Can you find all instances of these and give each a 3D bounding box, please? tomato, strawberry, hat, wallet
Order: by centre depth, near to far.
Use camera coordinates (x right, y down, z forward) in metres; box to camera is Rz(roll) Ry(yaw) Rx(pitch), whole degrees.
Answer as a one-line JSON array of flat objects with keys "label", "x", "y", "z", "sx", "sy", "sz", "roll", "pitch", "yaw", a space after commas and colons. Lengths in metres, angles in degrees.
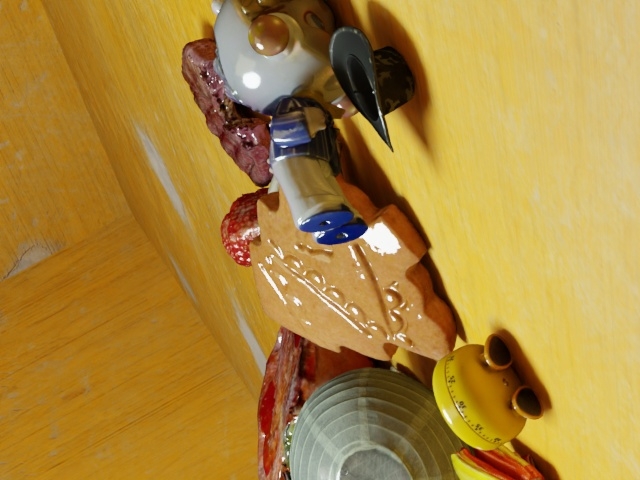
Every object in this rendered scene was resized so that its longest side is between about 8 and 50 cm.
[{"label": "hat", "x": 0.054, "y": -0.139, "z": 1.402, "sx": 0.121, "sy": 0.050, "sz": 0.121, "roll": 157, "pitch": 90, "yaw": -79}, {"label": "wallet", "x": 0.244, "y": 0.328, "z": 1.712, "sx": 0.241, "sy": 0.067, "sz": 0.141, "roll": 60, "pitch": 165, "yaw": -20}, {"label": "strawberry", "x": -0.067, "y": -0.020, "z": 2.074, "sx": 0.131, "sy": 0.131, "sz": 0.148, "roll": 56, "pitch": 162, "yaw": 24}, {"label": "tomato", "x": 0.016, "y": 0.229, "z": 2.191, "sx": 0.309, "sy": 0.170, "sz": 0.309, "roll": -166, "pitch": 90, "yaw": -80}]

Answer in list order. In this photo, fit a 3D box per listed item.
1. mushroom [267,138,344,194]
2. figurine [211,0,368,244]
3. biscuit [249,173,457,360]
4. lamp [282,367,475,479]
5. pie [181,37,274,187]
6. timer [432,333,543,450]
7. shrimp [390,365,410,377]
[{"label": "mushroom", "x": -0.002, "y": 0.000, "z": 1.860, "sx": 0.351, "sy": 0.109, "sz": 0.097, "roll": 74, "pitch": -178, "yaw": -51}, {"label": "figurine", "x": -0.020, "y": -0.127, "z": 1.500, "sx": 0.274, "sy": 0.133, "sz": 0.194, "roll": 69, "pitch": -160, "yaw": 1}, {"label": "biscuit", "x": 0.013, "y": 0.042, "z": 1.744, "sx": 0.284, "sy": 0.043, "sz": 0.306, "roll": 49, "pitch": 145, "yaw": -5}, {"label": "lamp", "x": 0.082, "y": 0.284, "z": 1.906, "sx": 0.265, "sy": 0.233, "sz": 0.233, "roll": 44, "pitch": 166, "yaw": 8}, {"label": "pie", "x": -0.119, "y": -0.174, "z": 2.120, "sx": 0.219, "sy": 0.054, "sz": 0.204, "roll": 61, "pitch": 169, "yaw": -13}, {"label": "timer", "x": 0.151, "y": 0.158, "z": 1.557, "sx": 0.107, "sy": 0.109, "sz": 0.107, "roll": 34, "pitch": -143, "yaw": -31}, {"label": "shrimp", "x": 0.127, "y": 0.251, "z": 2.094, "sx": 0.217, "sy": 0.051, "sz": 0.150, "roll": 80, "pitch": 165, "yaw": -47}]
